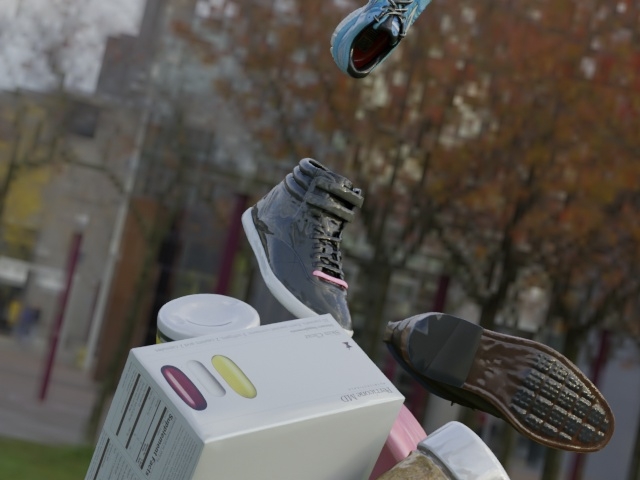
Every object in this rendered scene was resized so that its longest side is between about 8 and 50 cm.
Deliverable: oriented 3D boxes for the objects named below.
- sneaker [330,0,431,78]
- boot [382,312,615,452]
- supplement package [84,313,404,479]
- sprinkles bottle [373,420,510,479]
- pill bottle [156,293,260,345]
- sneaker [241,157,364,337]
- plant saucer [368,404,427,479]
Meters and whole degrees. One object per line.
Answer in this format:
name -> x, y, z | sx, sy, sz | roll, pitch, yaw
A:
sneaker -> 0.072, -0.214, 1.773 | 0.063, 0.162, 0.073 | 27, 22, -19
boot -> 0.156, 0.120, 1.695 | 0.219, 0.082, 0.106 | 30, -6, -17
supplement package -> -0.080, 0.212, 1.963 | 0.262, 0.204, 0.145 | -9, 44, -39
sprinkles bottle -> 0.032, 0.330, 1.943 | 0.121, 0.355, 0.121 | 52, -14, 18
pill bottle -> -0.133, 0.178, 2.194 | 0.119, 0.209, 0.119 | 3, 22, -1
sneaker -> 0.000, 0.000, 2.419 | 0.104, 0.147, 0.296 | 28, 20, -35
plant saucer -> 0.041, 0.293, 2.384 | 0.084, 0.332, 0.332 | -28, 24, -37
